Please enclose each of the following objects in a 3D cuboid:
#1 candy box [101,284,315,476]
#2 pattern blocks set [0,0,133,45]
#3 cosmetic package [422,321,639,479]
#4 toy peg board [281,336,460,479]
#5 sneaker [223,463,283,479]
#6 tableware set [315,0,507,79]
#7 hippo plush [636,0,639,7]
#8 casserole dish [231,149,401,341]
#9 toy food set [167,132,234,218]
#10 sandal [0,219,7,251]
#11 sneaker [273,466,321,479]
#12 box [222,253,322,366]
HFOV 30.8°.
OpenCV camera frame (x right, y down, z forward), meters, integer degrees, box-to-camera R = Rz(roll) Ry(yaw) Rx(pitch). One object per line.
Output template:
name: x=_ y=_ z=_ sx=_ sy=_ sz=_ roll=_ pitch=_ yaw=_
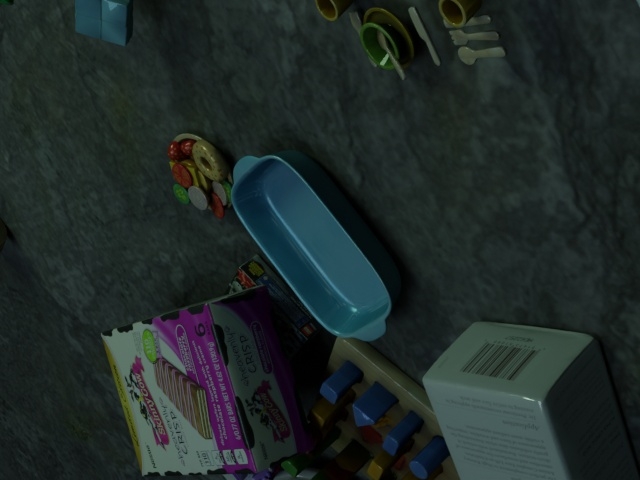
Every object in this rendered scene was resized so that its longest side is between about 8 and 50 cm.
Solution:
candy box: x=-0.116 y=0.141 z=1.119 sx=0.233 sy=0.071 sz=0.159 roll=-19 pitch=88 yaw=55
pattern blocks set: x=-0.212 y=-0.296 z=0.865 sx=0.286 sy=0.026 sz=0.324 roll=23 pitch=139 yaw=-5
cosmetic package: x=0.177 y=0.183 z=0.902 sx=0.117 sy=0.085 sz=0.231 roll=6 pitch=127 yaw=46
toy peg board: x=0.045 y=0.195 z=1.062 sx=0.161 sy=0.079 sz=0.160 roll=38 pitch=143 yaw=18
sneaker: x=-0.072 y=0.235 z=1.258 sx=0.071 sy=0.068 sz=0.169 roll=-10 pitch=120 yaw=32
tableware set: x=0.050 y=-0.155 z=0.767 sx=0.154 sy=0.024 sz=0.104 roll=10 pitch=133 yaw=56
hippo plush: x=0.098 y=-0.222 z=0.482 sx=0.294 sy=0.234 sz=0.237 roll=25 pitch=-179 yaw=-42
casserole dish: x=0.000 y=0.000 z=0.977 sx=0.188 sy=0.037 sz=0.114 roll=53 pitch=145 yaw=0
toy food set: x=-0.108 y=-0.059 z=1.059 sx=0.083 sy=0.020 sz=0.082 roll=17 pitch=132 yaw=39
sandal: x=-0.491 y=-0.051 z=1.436 sx=0.240 sy=0.088 sz=0.079 roll=43 pitch=138 yaw=4
sneaker: x=0.043 y=0.355 z=1.175 sx=0.292 sy=0.118 sz=0.110 roll=49 pitch=147 yaw=7
box: x=-0.058 y=0.084 z=1.123 sx=0.094 sy=0.027 sz=0.137 roll=46 pitch=145 yaw=9
